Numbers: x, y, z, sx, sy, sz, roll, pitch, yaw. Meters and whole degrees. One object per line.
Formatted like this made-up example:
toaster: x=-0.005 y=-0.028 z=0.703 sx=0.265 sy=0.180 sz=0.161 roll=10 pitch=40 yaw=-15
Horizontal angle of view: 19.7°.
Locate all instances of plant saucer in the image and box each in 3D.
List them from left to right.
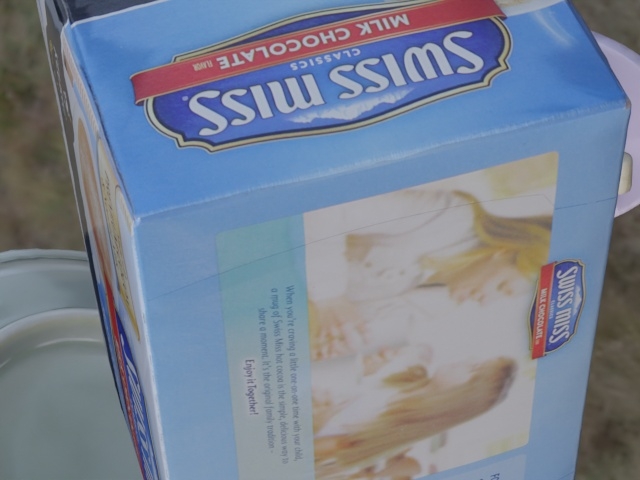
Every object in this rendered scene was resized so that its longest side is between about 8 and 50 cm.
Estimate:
plant saucer: x=-0.167 y=0.160 z=1.279 sx=0.100 sy=0.400 sz=0.400 roll=120 pitch=155 yaw=-53

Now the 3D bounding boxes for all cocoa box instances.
cocoa box: x=0.000 y=0.000 z=0.950 sx=0.347 sy=0.231 sz=0.228 roll=88 pitch=164 yaw=-49

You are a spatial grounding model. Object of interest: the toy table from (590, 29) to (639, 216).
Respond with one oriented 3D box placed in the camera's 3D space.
toy table: x=0.133 y=-0.076 z=1.446 sx=0.274 sy=0.161 sz=0.252 roll=-6 pitch=101 yaw=27
